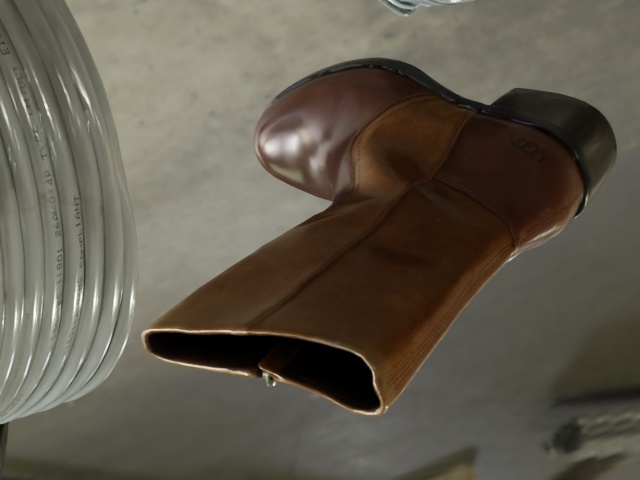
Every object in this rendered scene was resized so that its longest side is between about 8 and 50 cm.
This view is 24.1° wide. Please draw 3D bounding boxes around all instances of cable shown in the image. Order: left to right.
[{"bbox_3d":[-0.184,-0.036,0.660,0.089,0.257,0.257,-20,-154,-39],"label":"cable"}]

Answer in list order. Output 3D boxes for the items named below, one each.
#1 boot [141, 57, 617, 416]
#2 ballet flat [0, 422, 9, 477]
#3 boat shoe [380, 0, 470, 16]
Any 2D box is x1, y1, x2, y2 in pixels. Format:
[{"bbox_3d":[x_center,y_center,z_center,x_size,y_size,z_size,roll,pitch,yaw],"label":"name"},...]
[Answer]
[{"bbox_3d":[0.000,0.000,0.870,0.280,0.264,0.096,-40,134,-41],"label":"boot"},{"bbox_3d":[-0.251,0.091,1.023,0.095,0.281,0.096,13,164,-8],"label":"ballet flat"},{"bbox_3d":[0.069,-0.184,0.974,0.081,0.079,0.227,-45,-171,26],"label":"boat shoe"}]
